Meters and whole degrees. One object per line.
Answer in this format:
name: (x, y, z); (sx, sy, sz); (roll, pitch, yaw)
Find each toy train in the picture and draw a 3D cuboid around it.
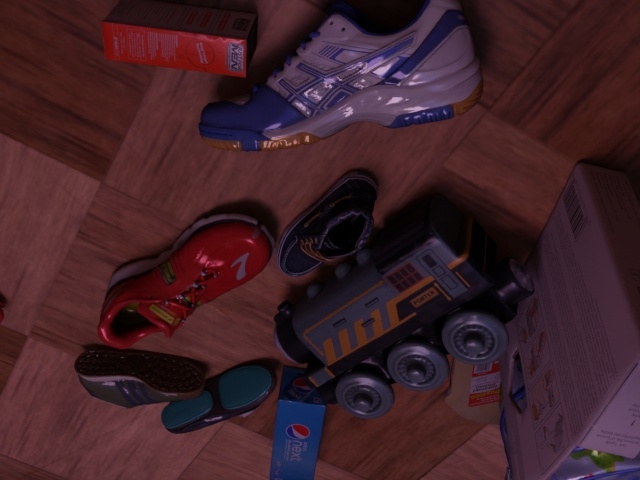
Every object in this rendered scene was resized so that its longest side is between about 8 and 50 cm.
toy train: (0.092, 0.089, 0.922); (0.334, 0.142, 0.190); (-35, 105, 31)

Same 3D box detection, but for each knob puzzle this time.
knob puzzle: (0.263, 0.194, 1.035); (0.213, 0.030, 0.213); (-7, 134, -8)

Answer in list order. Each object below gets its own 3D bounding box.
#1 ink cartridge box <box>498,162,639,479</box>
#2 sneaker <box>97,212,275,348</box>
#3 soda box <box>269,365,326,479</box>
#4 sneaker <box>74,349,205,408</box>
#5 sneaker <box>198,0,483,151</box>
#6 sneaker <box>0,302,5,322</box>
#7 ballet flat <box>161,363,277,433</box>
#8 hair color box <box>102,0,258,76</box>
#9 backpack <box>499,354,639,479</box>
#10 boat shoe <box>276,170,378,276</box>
ink cartridge box: (0.277, 0.103, 0.798); (0.066, 0.296, 0.261); (13, 129, -4)
sneaker: (-0.171, 0.065, 0.934); (0.279, 0.118, 0.107); (-29, 120, 26)
soda box: (-0.034, 0.290, 1.129); (0.071, 0.067, 0.210); (8, 129, 0)
sneaker: (-0.266, 0.215, 1.106); (0.192, 0.064, 0.086); (9, 137, 0)
sneaker: (0.009, -0.172, 0.751); (0.297, 0.112, 0.130); (-10, 109, 13)
sneaker: (-0.474, 0.053, 0.996); (0.128, 0.087, 0.221); (28, 139, -25)
ballet flat: (-0.143, 0.240, 1.110); (0.203, 0.074, 0.074); (-25, 122, 17)
hair color box: (-0.139, -0.206, 0.744); (0.141, 0.072, 0.043); (7, 128, 1)
backpack: (0.372, 0.272, 0.964); (0.290, 0.273, 0.355); (-11, 119, 19)
boat shoe: (0.000, 0.000, 0.884); (0.065, 0.083, 0.183); (30, 126, -16)
